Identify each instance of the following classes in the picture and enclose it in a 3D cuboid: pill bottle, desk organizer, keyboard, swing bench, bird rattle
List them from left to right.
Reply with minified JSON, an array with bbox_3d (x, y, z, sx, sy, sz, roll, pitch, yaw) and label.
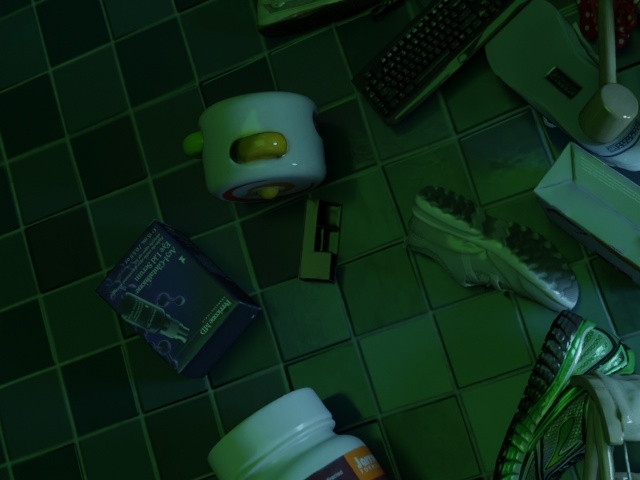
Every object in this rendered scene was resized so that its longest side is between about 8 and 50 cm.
[{"bbox_3d":[0.000,0.000,1.827,0.050,0.047,0.130,3,83,14],"label":"desk organizer"},{"bbox_3d":[0.021,0.421,1.664,0.224,0.224,0.392,-38,74,8],"label":"pill bottle"},{"bbox_3d":[0.170,-0.346,1.814,0.317,0.033,0.201,-43,59,14],"label":"keyboard"},{"bbox_3d":[0.506,-0.381,1.725,0.253,0.143,0.207,4,71,30],"label":"bird rattle"},{"bbox_3d":[0.475,0.297,1.523,0.253,0.165,0.255,-1,89,-6],"label":"swing bench"}]

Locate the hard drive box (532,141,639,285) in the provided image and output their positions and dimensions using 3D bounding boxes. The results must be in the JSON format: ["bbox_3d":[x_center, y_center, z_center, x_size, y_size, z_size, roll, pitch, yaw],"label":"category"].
[{"bbox_3d":[0.402,-0.030,1.617,0.181,0.232,0.089,38,94,19],"label":"hard drive box"}]

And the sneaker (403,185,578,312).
[{"bbox_3d":[0.253,0.029,1.741,0.281,0.105,0.115,33,125,15],"label":"sneaker"}]

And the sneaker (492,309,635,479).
[{"bbox_3d":[0.337,0.280,1.641,0.146,0.134,0.344,23,92,11],"label":"sneaker"}]

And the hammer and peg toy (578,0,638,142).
[{"bbox_3d":[0.514,-0.225,1.520,0.361,0.127,0.266,4,64,-16],"label":"hammer and peg toy"}]

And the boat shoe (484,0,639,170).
[{"bbox_3d":[0.378,-0.221,1.711,0.136,0.156,0.367,-46,43,10],"label":"boat shoe"}]

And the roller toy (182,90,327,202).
[{"bbox_3d":[-0.087,-0.135,1.795,0.209,0.191,0.146,-19,76,46],"label":"roller toy"}]

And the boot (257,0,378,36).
[{"bbox_3d":[-0.012,-0.433,1.883,0.213,0.077,0.165,-13,76,17],"label":"boot"}]

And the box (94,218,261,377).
[{"bbox_3d":[-0.224,0.094,1.846,0.207,0.108,0.153,41,93,18],"label":"box"}]
